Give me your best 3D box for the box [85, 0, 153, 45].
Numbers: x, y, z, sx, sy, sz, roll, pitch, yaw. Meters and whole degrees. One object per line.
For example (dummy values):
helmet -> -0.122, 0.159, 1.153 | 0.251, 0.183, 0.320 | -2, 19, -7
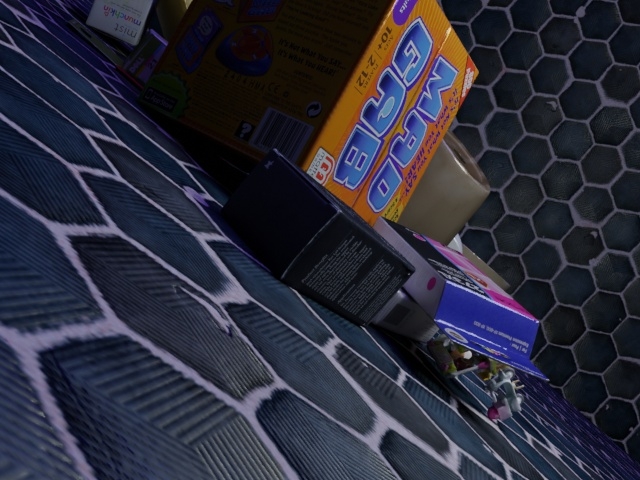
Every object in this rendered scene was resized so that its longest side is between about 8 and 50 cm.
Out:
box -> -0.442, -0.589, 1.979 | 0.126, 0.231, 0.262 | 23, 11, -14

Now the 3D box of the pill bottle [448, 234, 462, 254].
pill bottle -> 0.246, 0.022, 2.108 | 0.204, 0.204, 0.361 | 41, 5, -2

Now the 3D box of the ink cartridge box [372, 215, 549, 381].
ink cartridge box -> 0.203, 0.076, 1.267 | 0.175, 0.069, 0.371 | 24, 14, -23

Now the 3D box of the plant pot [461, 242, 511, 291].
plant pot -> 0.374, 0.107, 2.403 | 0.284, 0.191, 0.284 | 41, 5, -4

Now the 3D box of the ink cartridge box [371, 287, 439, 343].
ink cartridge box -> 0.061, 0.046, 1.349 | 0.261, 0.066, 0.296 | 43, 5, 24

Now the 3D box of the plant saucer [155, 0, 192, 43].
plant saucer -> -0.320, -0.483, 2.035 | 0.333, 0.081, 0.333 | -97, 175, -64

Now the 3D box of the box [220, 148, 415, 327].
box -> 0.000, 0.000, 1.062 | 0.207, 0.108, 0.153 | 34, 9, -49

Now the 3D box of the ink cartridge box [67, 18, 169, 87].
ink cartridge box -> -0.364, -0.382, 1.663 | 0.255, 0.097, 0.189 | 40, 5, -20

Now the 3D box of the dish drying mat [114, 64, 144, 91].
dish drying mat -> -0.346, -0.294, 1.549 | 0.083, 0.008, 0.032 | 40, 4, 2

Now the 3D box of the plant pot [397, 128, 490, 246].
plant pot -> 0.177, -0.087, 1.689 | 0.323, 0.280, 0.323 | 45, 21, -22

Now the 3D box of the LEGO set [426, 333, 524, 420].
LEGO set -> 0.224, 0.189, 1.371 | 0.287, 0.107, 0.132 | -136, -149, -75

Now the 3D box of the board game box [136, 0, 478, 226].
board game box -> -0.008, -0.264, 1.426 | 0.356, 0.356, 0.356 | 28, -1, 30
